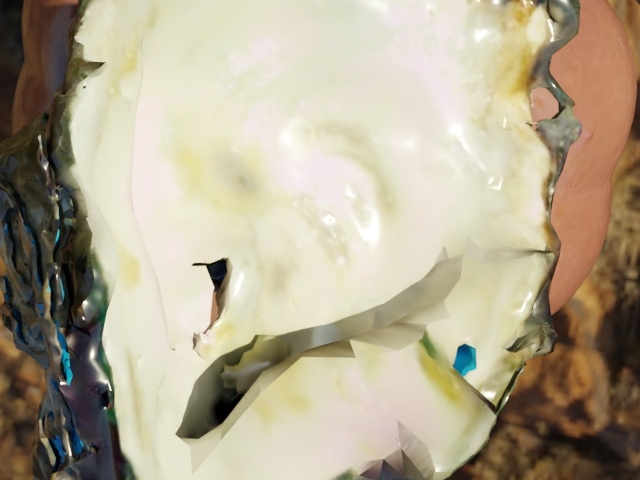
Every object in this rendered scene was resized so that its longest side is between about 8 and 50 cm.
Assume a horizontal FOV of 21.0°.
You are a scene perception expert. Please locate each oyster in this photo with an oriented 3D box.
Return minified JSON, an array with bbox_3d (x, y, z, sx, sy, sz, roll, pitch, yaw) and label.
[{"bbox_3d":[-0.004,0.000,0.536,0.198,0.260,0.092,23,154,-26],"label":"oyster"}]

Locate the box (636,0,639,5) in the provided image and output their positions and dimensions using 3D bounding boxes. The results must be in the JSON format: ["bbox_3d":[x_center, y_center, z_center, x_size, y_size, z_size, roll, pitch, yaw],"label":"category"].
[{"bbox_3d":[0.347,-0.260,1.561,0.060,0.111,0.156,44,172,-17],"label":"box"}]

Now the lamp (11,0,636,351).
[{"bbox_3d":[-0.011,-0.059,0.802,0.305,0.239,0.305,7,107,24],"label":"lamp"}]
